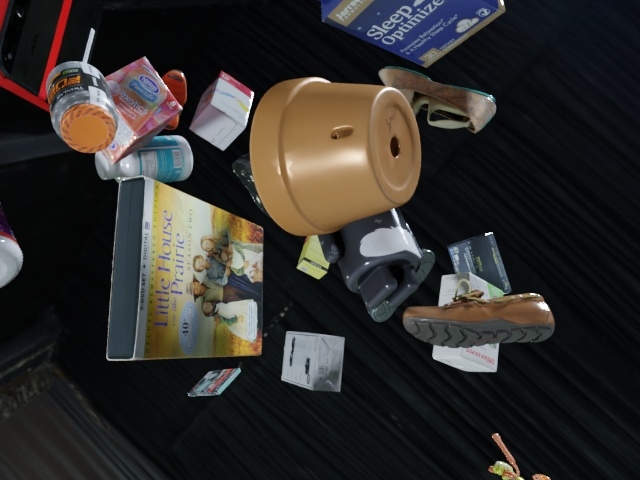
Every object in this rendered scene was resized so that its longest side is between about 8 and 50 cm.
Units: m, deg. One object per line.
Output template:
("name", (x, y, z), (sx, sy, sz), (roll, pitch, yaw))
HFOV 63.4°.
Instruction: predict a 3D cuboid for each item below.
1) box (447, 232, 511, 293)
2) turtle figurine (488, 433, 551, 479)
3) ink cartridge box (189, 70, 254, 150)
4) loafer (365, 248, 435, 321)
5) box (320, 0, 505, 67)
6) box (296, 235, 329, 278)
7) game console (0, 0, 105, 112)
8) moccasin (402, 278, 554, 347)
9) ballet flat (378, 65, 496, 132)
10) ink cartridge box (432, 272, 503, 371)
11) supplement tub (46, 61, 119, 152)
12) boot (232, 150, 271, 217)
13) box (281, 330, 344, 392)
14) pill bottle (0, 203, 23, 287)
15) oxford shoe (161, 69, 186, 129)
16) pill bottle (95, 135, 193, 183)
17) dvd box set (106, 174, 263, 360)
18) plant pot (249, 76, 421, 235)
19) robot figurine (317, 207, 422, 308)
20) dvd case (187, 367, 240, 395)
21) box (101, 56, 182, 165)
("box", (0.596, 0.104, 1.955), (0.059, 0.232, 0.183), (-10, -8, -39))
("turtle figurine", (0.374, 0.505, 0.977), (0.087, 0.269, 0.217), (-19, -27, -54))
("ink cartridge box", (-0.299, -0.395, 1.583), (0.128, 0.127, 0.176), (-35, 36, 38))
("loafer", (0.232, 0.123, 1.577), (0.267, 0.096, 0.084), (-49, 29, 1))
("box", (0.100, -0.295, 0.641), (0.225, 0.036, 0.136), (10, -21, -33))
("box", (0.000, 0.000, 1.619), (0.058, 0.087, 0.232), (-43, 25, 51))
("game console", (-0.626, -0.509, 1.193), (0.342, 0.060, 0.386), (66, -143, -86))
("moccasin", (0.404, 0.189, 1.350), (0.139, 0.381, 0.146), (79, -174, -50))
("ballet flat", (0.267, -0.343, 1.279), (0.106, 0.316, 0.107), (-64, -25, -4))
("ink cartridge box", (0.473, 0.265, 1.652), (0.115, 0.198, 0.272), (-13, 58, 49))
("supplement tub", (-0.455, -0.254, 0.991), (0.117, 0.190, 0.116), (-18, -45, -19))
("boot", (-0.163, -0.224, 1.762), (0.094, 0.246, 0.207), (-19, 24, 45))
("box", (-0.030, 0.377, 1.642), (0.290, 0.087, 0.169), (160, 118, -64))
("pill bottle", (-0.857, -0.034, 1.247), (0.182, 0.323, 0.181), (-30, -30, -19))
("oxford shoe", (-0.470, -0.463, 1.637), (0.271, 0.097, 0.098), (-40, 34, 58))
("pill bottle", (-0.538, -0.244, 1.583), (0.264, 0.146, 0.146), (-13, -29, -42))
("dvd box set", (-0.237, 0.077, 1.024), (0.062, 0.307, 0.420), (-5, -13, 21))
("plant pot", (0.046, -0.153, 0.920), (0.204, 0.290, 0.291), (0, 26, 35))
("robot figurine", (0.111, 0.009, 1.128), (0.174, 0.278, 0.209), (-26, -31, 13))
("dvd case", (-0.263, 0.351, 1.283), (0.120, 0.013, 0.087), (-15, 18, 37))
("box", (-0.491, -0.316, 1.316), (0.142, 0.154, 0.300), (-43, 16, -29))
